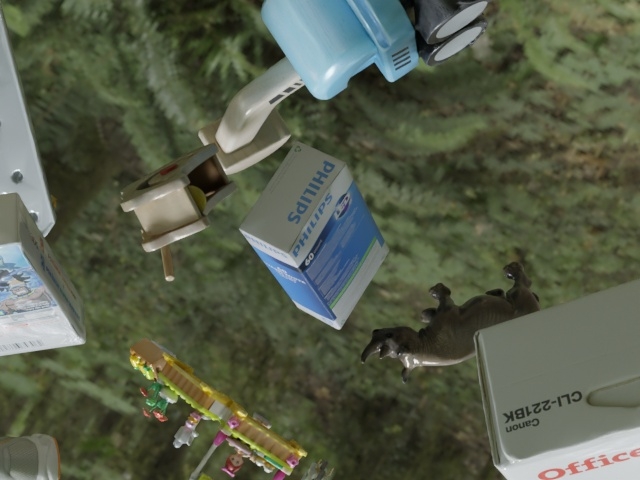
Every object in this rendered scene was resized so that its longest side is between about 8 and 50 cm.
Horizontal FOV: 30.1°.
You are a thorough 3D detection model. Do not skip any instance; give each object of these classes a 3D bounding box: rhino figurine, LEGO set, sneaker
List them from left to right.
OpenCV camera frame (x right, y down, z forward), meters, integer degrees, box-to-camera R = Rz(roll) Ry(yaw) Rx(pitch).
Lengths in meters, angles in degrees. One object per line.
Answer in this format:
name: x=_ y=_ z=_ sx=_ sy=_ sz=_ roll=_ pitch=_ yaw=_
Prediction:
sneaker: x=-0.432 y=0.281 z=1.444 sx=0.121 sy=0.099 sz=0.262 roll=16 pitch=149 yaw=-43
LEGO set: x=-0.128 y=0.224 z=1.345 sx=0.287 sy=0.107 sz=0.132 roll=33 pitch=175 yaw=10
rhino figurine: x=0.162 y=0.108 z=1.462 sx=0.106 sy=0.243 sz=0.073 roll=-119 pitch=17 yaw=-46

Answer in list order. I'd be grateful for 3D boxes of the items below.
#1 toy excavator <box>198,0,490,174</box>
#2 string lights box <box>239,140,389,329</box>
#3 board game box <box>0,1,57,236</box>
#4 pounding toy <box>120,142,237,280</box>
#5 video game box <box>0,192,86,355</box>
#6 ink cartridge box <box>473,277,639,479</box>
toy excavator: x=-0.006 y=-0.274 z=1.692 sx=0.222 sy=0.445 sz=0.433 roll=58 pitch=-177 yaw=7
string lights box: x=0.000 y=0.000 z=1.492 sx=0.076 sy=0.133 sz=0.260 roll=27 pitch=165 yaw=25
board game box: x=-0.463 y=-0.163 z=1.053 sx=0.390 sy=0.390 sz=0.050 roll=-8 pitch=-156 yaw=4
pounding toy: x=-0.185 y=-0.038 z=1.704 sx=0.155 sy=0.154 sz=0.269 roll=64 pitch=177 yaw=-13
video game box: x=-0.295 y=0.039 z=0.873 sx=0.205 sy=0.048 sz=0.187 roll=-8 pitch=156 yaw=-1
ink cartridge box: x=0.253 y=0.143 z=0.872 sx=0.197 sy=0.114 sz=0.273 roll=-20 pitch=141 yaw=18
